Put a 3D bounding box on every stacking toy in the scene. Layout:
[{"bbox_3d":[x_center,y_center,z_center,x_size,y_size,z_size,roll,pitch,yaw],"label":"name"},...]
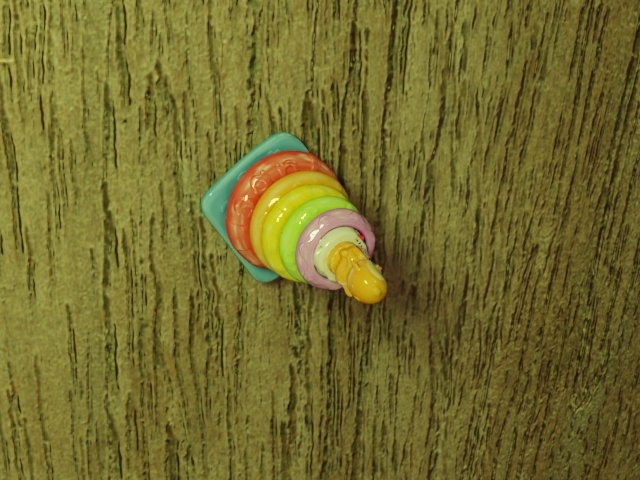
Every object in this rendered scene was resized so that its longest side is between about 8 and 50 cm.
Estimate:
[{"bbox_3d":[0.000,0.000,1.557,0.166,0.302,0.175,-41,124,-7],"label":"stacking toy"}]
